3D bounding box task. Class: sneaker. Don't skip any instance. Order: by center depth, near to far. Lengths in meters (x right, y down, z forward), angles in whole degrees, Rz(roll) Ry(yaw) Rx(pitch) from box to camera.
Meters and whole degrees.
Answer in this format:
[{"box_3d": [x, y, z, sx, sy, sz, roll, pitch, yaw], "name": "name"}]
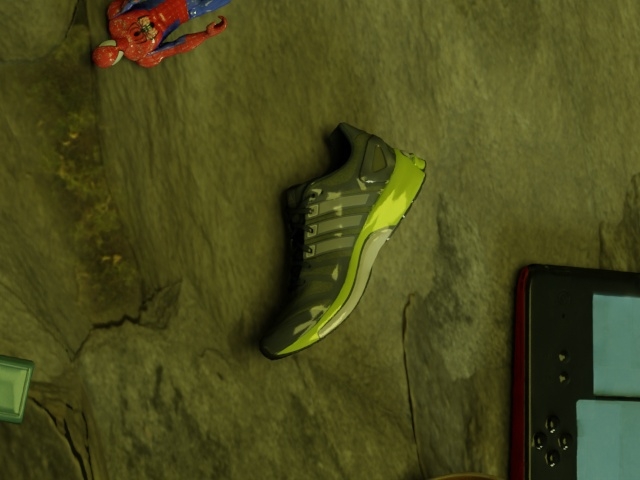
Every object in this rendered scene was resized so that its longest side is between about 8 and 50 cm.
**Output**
[{"box_3d": [0.000, 0.000, 1.673, 0.121, 0.111, 0.300, 36, 66, -14], "name": "sneaker"}]

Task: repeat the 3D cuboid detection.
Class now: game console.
[{"box_3d": [0.408, 0.211, 1.924, 0.386, 0.060, 0.342, 6, 86, -31], "name": "game console"}]

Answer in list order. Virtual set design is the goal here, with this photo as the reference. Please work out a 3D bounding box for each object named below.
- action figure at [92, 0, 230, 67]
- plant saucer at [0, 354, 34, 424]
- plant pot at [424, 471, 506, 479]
[{"box_3d": [-0.122, -0.269, 1.582, 0.280, 0.139, 0.091, -40, 107, -23], "name": "action figure"}, {"box_3d": [-0.378, 0.136, 1.482, 0.192, 0.018, 0.067, 15, 81, -31], "name": "plant saucer"}, {"box_3d": [0.180, 0.436, 1.707, 0.237, 0.237, 0.254, -47, 127, -23], "name": "plant pot"}]
